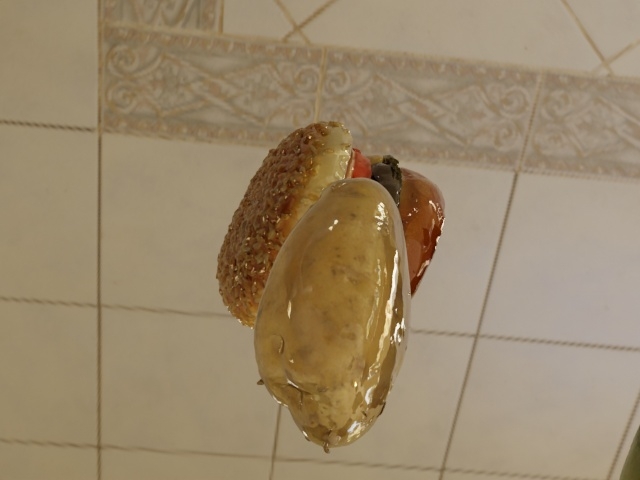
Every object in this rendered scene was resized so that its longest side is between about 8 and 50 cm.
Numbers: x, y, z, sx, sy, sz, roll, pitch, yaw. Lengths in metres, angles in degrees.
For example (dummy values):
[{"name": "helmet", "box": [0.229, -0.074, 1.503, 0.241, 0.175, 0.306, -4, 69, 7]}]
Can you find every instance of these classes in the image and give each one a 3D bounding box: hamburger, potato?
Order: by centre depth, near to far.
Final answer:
[{"name": "potato", "box": [0.011, 0.058, 0.850, 0.128, 0.161, 0.234, 2, 89, 21]}, {"name": "hamburger", "box": [0.000, 0.000, 1.422, 0.250, 0.330, 0.330, 32, 115, -17]}]

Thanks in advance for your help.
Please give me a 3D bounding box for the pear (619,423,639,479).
[{"name": "pear", "box": [0.540, 0.281, 1.232, 0.399, 0.399, 0.165, -26, 105, 13]}]
